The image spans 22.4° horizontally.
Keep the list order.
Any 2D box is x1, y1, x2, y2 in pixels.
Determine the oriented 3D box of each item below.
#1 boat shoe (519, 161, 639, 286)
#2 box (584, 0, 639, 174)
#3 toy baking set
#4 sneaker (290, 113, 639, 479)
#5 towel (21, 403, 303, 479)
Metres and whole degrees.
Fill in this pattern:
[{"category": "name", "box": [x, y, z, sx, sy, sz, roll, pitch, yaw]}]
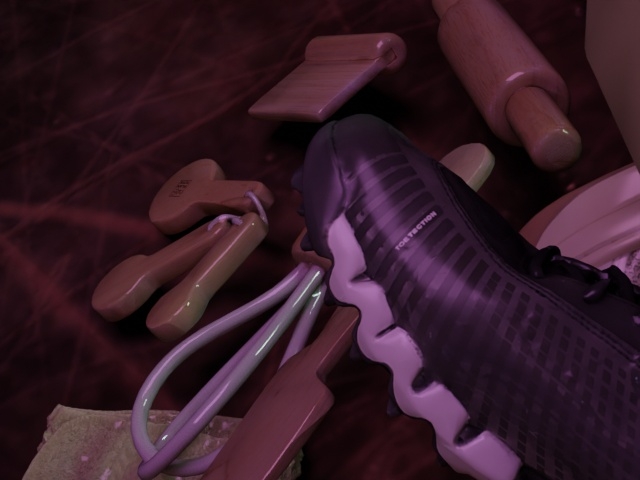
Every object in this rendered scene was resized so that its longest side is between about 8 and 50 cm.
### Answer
[{"category": "boat shoe", "box": [0.205, -0.010, 0.472, 0.302, 0.109, 0.098, -25, 56, 14]}, {"category": "box", "box": [0.142, -0.039, 0.294, 0.117, 0.213, 0.243, -13, 51, -3]}, {"category": "toy baking set", "box": [0.005, -0.005, 0.571, 0.197, 0.030, 0.256, -40, 25, 6]}, {"category": "sneaker", "box": [0.092, 0.045, 0.424, 0.106, 0.078, 0.234, -41, 80, 16]}, {"category": "towel", "box": [-0.069, 0.120, 0.543, 0.110, 0.027, 0.148, 2, 53, 25]}]
